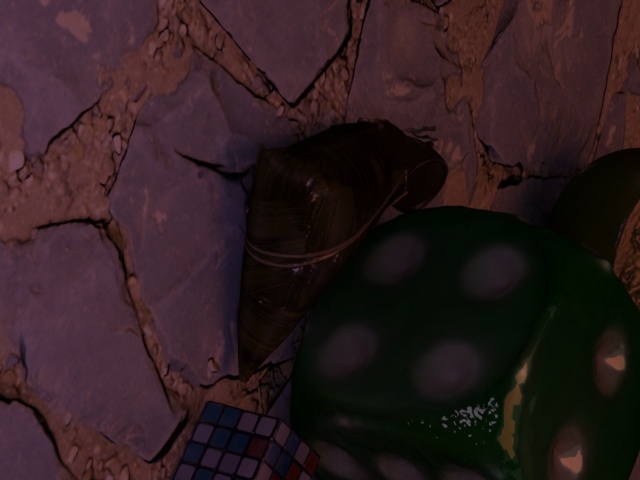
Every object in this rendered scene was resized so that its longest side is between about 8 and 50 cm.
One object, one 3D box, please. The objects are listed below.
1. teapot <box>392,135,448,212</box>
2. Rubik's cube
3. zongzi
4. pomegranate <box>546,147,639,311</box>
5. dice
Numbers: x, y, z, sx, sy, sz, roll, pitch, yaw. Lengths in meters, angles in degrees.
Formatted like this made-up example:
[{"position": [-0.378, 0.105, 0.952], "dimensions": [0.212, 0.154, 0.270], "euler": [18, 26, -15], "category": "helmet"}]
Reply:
[{"position": [0.083, -0.075, 1.878], "dimensions": [0.121, 0.068, 0.076], "euler": [-26, 143, -27], "category": "teapot"}, {"position": [-0.072, 0.222, 1.693], "dimensions": [0.092, 0.092, 0.092], "euler": [49, 58, -49], "category": "Rubik's cube"}, {"position": [0.000, 0.000, 1.758], "dimensions": [0.247, 0.111, 0.241], "euler": [-28, 138, -57], "category": "zongzi"}, {"position": [0.366, 0.037, 2.216], "dimensions": [0.358, 0.216, 0.310], "euler": [-15, 114, -21], "category": "pomegranate"}, {"position": [0.160, 0.156, 1.841], "dimensions": [0.300, 0.297, 0.287], "euler": [-61, 140, -26], "category": "dice"}]
